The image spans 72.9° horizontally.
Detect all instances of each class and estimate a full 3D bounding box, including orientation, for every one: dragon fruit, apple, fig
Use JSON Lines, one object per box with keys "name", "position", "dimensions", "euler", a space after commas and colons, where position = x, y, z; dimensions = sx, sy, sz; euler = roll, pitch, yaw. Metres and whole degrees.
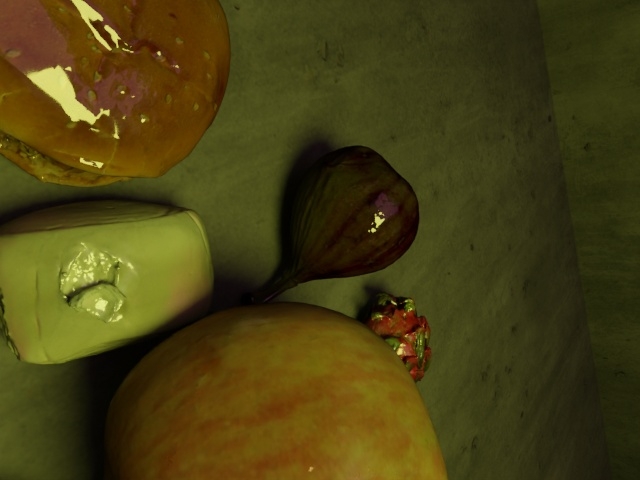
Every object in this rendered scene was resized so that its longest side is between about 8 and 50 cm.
{"name": "dragon fruit", "position": [0.131, 0.192, 0.829], "dimensions": [0.166, 0.160, 0.172], "euler": [19, 70, -9]}
{"name": "apple", "position": [-0.056, 0.261, 0.484], "dimensions": [0.346, 0.391, 0.391], "euler": [-1, 89, -25]}
{"name": "fig", "position": [0.000, 0.000, 0.707], "dimensions": [0.321, 0.217, 0.217], "euler": [-39, 119, -7]}

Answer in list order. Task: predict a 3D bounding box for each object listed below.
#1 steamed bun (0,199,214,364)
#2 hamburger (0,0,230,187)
{"name": "steamed bun", "position": [-0.218, 0.038, 0.477], "dimensions": [0.238, 0.152, 0.170], "euler": [-12, 98, -41]}
{"name": "hamburger", "position": [-0.235, -0.218, 0.459], "dimensions": [0.290, 0.170, 0.314], "euler": [36, 63, -45]}
